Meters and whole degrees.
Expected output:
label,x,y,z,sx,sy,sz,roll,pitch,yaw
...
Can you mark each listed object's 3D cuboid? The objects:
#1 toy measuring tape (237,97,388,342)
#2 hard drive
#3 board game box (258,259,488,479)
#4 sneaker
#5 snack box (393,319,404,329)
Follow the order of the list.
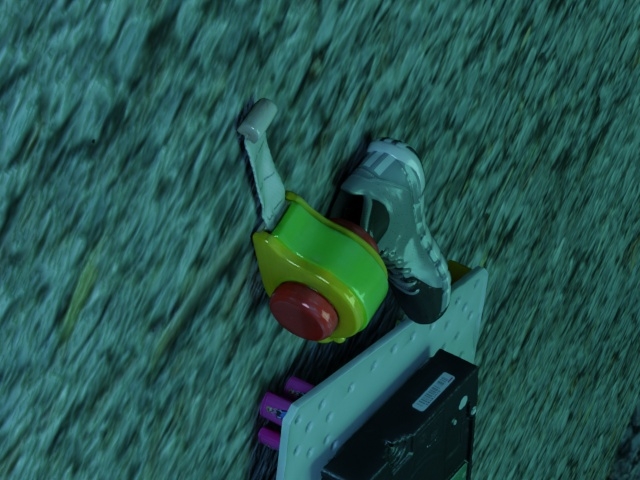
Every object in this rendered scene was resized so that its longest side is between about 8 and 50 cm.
label,x,y,z,sx,sy,sz,roll,pitch,yaw
toy measuring tape,0.000,0.000,1.654,0.121,0.121,0.330,-57,156,-29
hard drive,0.086,0.315,2.022,0.237,0.064,0.339,-42,144,-38
board game box,0.045,0.256,2.025,0.390,0.050,0.390,-33,139,-46
sneaker,0.058,0.017,1.852,0.132,0.086,0.229,-43,130,-37
snack box,0.111,0.155,2.173,0.141,0.037,0.100,23,86,-68
